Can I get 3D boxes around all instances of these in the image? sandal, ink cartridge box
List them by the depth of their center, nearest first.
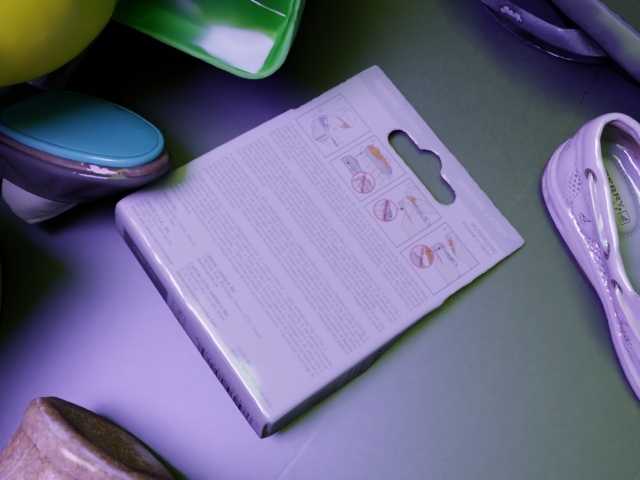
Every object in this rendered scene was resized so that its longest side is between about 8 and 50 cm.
[{"bbox_3d":[0.176,-0.154,0.602,0.254,0.097,0.054,44,111,14],"label":"sandal"},{"bbox_3d":[0.000,0.000,0.609,0.232,0.066,0.189,-31,75,-24],"label":"ink cartridge box"}]

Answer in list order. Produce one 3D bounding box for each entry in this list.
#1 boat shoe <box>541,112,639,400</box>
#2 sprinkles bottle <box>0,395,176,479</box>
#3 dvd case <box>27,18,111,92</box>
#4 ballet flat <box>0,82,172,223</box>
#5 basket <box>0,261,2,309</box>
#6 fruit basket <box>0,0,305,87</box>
[{"bbox_3d":[0.240,0.041,0.542,0.098,0.096,0.277,-30,77,-6],"label":"boat shoe"},{"bbox_3d":[-0.234,0.274,0.516,0.121,0.121,0.355,33,82,11],"label":"sprinkles bottle"},{"bbox_3d":[-0.233,-0.232,0.689,0.165,0.018,0.221,30,81,10],"label":"dvd case"},{"bbox_3d":[-0.227,-0.077,0.617,0.280,0.096,0.095,25,38,20],"label":"ballet flat"},{"bbox_3d":[-0.366,0.057,0.569,0.227,0.154,0.204,8,73,11],"label":"basket"},{"bbox_3d":[-0.172,-0.244,0.507,0.392,0.283,0.392,12,38,-9],"label":"fruit basket"}]
